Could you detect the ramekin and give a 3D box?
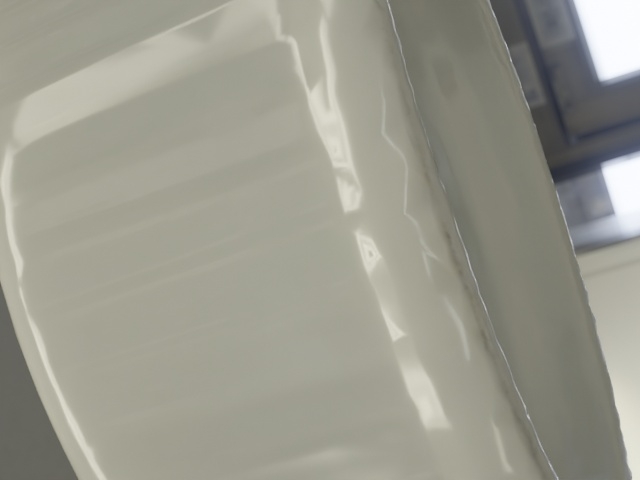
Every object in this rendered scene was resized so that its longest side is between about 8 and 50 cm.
[{"bbox_3d":[0.000,0.000,0.632,0.277,0.135,0.277,-18,-90,-77],"label":"ramekin"}]
